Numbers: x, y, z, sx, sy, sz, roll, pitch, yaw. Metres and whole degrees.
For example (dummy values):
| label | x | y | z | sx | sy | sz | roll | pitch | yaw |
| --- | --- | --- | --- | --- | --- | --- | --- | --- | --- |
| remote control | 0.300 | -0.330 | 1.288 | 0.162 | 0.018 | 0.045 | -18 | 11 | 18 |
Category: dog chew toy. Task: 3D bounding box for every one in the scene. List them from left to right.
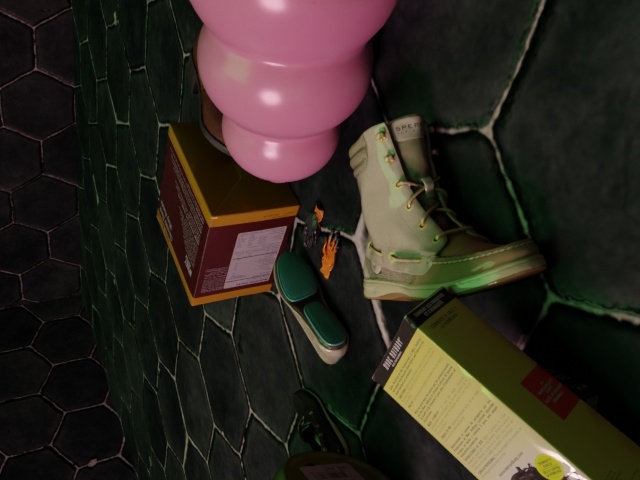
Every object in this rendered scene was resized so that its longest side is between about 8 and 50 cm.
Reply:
| label | x | y | z | sx | sy | sz | roll | pitch | yaw |
| --- | --- | --- | --- | --- | --- | --- | --- | --- | --- |
| dog chew toy | -0.034 | -0.198 | 0.623 | 0.207 | 0.206 | 0.332 | 57 | 151 | 37 |

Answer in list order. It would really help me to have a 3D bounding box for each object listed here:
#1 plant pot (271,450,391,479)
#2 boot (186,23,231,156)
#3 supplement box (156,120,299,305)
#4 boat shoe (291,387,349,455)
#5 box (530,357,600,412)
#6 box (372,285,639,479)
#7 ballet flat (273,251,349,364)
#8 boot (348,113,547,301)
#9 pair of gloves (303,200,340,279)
| label | x | y | z | sx | sy | sz | roll | pitch | yaw |
| --- | --- | --- | --- | --- | --- | --- | --- | --- | --- |
| plant pot | -0.011 | 0.409 | 0.725 | 0.274 | 0.274 | 0.294 | 24 | 104 | 57 |
| boot | -0.085 | -0.274 | 0.836 | 0.280 | 0.096 | 0.264 | -62 | 38 | 38 |
| supplement box | -0.147 | -0.044 | 0.936 | 0.191 | 0.129 | 0.194 | 60 | 145 | 33 |
| boat shoe | -0.010 | 0.255 | 0.870 | 0.133 | 0.042 | 0.049 | 48 | 140 | 47 |
| box | 0.185 | 0.144 | 0.499 | 0.067 | 0.018 | 0.083 | 22 | 118 | 57 |
| box | 0.147 | 0.141 | 0.449 | 0.232 | 0.058 | 0.087 | 41 | 136 | 24 |
| ballet flat | -0.018 | 0.089 | 0.822 | 0.052 | 0.057 | 0.168 | 99 | 148 | -49 |
| boot | 0.096 | -0.032 | 0.555 | 0.213 | 0.077 | 0.165 | -12 | 85 | 62 |
| pair of gloves | 0.000 | 0.000 | 0.805 | 0.083 | 0.010 | 0.074 | 59 | 145 | 36 |
